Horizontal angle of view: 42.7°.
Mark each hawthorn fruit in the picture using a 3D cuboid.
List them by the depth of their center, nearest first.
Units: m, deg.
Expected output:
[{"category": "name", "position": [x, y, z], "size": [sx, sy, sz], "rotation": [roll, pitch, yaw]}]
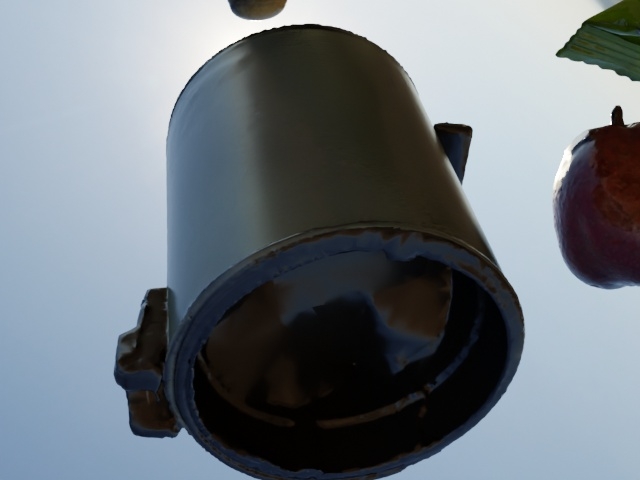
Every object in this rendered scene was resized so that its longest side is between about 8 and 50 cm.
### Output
[{"category": "hawthorn fruit", "position": [0.341, -0.048, 0.896], "size": [0.185, 0.185, 0.202], "rotation": [-35, -71, -67]}]

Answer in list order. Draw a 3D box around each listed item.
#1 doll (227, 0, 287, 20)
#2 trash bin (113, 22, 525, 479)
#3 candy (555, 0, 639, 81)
[{"category": "doll", "position": [0.044, -0.263, 0.619], "size": [0.152, 0.255, 0.196], "rotation": [38, -132, -48]}, {"category": "trash bin", "position": [0.000, 0.000, 0.582], "size": [0.277, 0.217, 0.263], "rotation": [-5, -141, -8]}, {"category": "candy", "position": [0.276, -0.148, 0.503], "size": [0.148, 0.246, 0.069], "rotation": [22, -110, -13]}]
